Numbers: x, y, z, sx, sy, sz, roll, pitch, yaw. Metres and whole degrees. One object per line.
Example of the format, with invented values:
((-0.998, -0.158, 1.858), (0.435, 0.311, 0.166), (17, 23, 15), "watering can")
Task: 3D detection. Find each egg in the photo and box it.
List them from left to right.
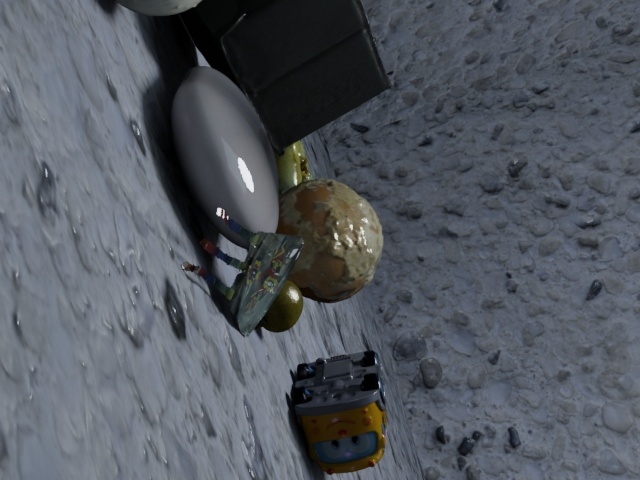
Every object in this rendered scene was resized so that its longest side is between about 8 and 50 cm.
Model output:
((0.000, 0.000, 1.733), (0.194, 0.195, 0.233), (68, -13, -20), "egg")

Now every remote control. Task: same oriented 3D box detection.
((-0.116, -0.108, 1.406), (0.332, 0.104, 0.221), (-92, 160, -72), "remote control")

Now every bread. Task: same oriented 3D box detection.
((-0.071, -0.110, 1.958), (0.156, 0.103, 0.110), (63, 19, -17), "bread")

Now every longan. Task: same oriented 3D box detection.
((-0.062, 0.088, 1.483), (0.083, 0.075, 0.075), (-46, 126, -36), "longan")

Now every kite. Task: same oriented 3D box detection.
((-0.087, 0.032, 1.290), (0.015, 0.141, 0.245), (24, -7, 24), "kite")

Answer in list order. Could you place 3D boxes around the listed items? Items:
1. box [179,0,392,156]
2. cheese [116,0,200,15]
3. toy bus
((-0.083, -0.339, 1.629), (0.345, 0.204, 0.251), (55, -6, 42), "box")
((-0.194, -0.355, 1.283), (0.198, 0.154, 0.189), (-100, 174, -62), "cheese")
((0.034, 0.244, 1.575), (0.209, 0.126, 0.136), (-80, 159, -79), "toy bus")
